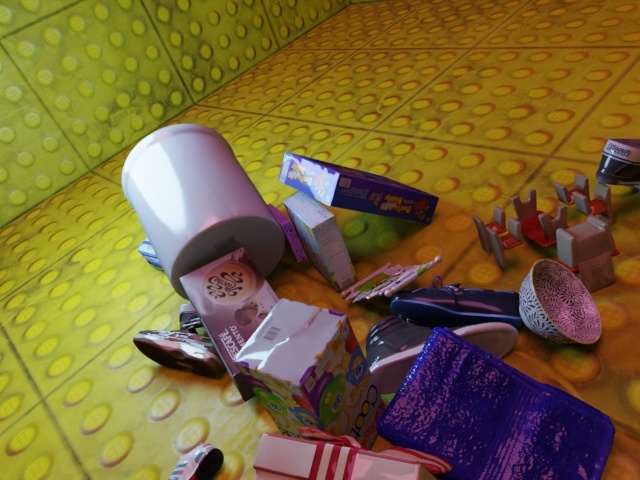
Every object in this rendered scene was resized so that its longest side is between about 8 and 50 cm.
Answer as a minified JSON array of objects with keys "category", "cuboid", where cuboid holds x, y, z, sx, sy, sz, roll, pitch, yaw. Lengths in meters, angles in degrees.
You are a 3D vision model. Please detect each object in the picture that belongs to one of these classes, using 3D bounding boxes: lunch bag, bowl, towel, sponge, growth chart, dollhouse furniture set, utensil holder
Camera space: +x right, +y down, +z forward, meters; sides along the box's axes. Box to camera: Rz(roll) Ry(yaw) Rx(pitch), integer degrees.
[{"category":"lunch bag","cuboid":[-0.456,0.017,1.580,0.219,0.090,0.176,11,50,40]},{"category":"bowl","cuboid":[0.426,0.126,0.930,0.080,0.170,0.170,-48,13,46]},{"category":"towel","cuboid":[0.267,0.279,0.764,0.308,0.076,0.228,27,55,21]},{"category":"sponge","cuboid":[-0.099,-0.025,1.376,0.031,0.117,0.210,-28,23,-9]},{"category":"growth chart","cuboid":[0.147,0.090,1.126,0.172,0.021,0.237,-32,7,-21]},{"category":"dollhouse furniture set","cuboid":[0.506,-0.009,1.079,0.262,0.135,0.259,-22,24,1]},{"category":"utensil holder","cuboid":[-0.312,-0.069,1.341,0.327,0.328,0.385,-30,56,-9]}]

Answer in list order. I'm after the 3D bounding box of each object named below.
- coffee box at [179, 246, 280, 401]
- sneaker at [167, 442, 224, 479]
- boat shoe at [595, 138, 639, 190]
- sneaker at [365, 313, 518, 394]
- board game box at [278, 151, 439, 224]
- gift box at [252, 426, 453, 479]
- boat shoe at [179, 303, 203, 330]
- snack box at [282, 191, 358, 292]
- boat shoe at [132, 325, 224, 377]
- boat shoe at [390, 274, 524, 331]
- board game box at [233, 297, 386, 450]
[{"category":"coffee box","cuboid":[-0.170,0.176,1.113,0.168,0.119,0.297,-27,51,-17]},{"category":"sneaker","cuboid":[-0.258,0.452,0.948,0.161,0.057,0.075,-45,24,-25]},{"category":"boat shoe","cuboid":[0.721,-0.157,1.104,0.306,0.105,0.113,-6,32,-34]},{"category":"sneaker","cuboid":[0.218,0.188,0.974,0.295,0.105,0.147,-17,27,0]},{"category":"board game box","cuboid":[0.100,-0.133,1.288,0.347,0.078,0.233,7,15,-38]},{"category":"gift box","cuboid":[0.039,0.405,0.676,0.255,0.276,0.258,2,58,25]},{"category":"boat shoe","cuboid":[-0.248,0.193,1.259,0.219,0.078,0.070,-6,71,10]},{"category":"snack box","cuboid":[0.000,0.000,1.244,0.070,0.207,0.174,-32,37,-11]},{"category":"boat shoe","cuboid":[-0.327,0.253,1.206,0.257,0.095,0.095,12,44,23]},{"category":"boat shoe","cuboid":[0.277,0.134,1.026,0.258,0.109,0.089,8,50,14]},{"category":"board game box","cuboid":[-0.004,0.255,0.859,0.142,0.275,0.144,8,46,36]}]
